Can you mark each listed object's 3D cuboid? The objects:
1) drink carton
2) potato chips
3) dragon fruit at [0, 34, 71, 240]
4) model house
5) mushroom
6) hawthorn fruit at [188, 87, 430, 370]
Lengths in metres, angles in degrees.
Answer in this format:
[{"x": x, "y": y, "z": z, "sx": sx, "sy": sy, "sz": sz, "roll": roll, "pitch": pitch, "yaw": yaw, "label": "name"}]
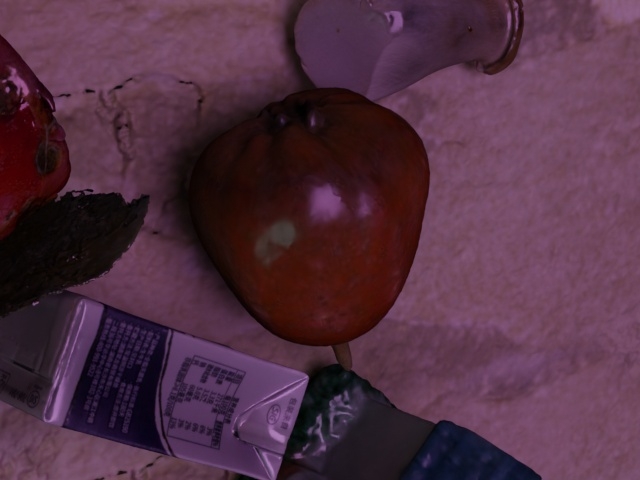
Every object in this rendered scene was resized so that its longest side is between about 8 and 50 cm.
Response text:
[{"x": -0.138, "y": 0.111, "z": 1.356, "sx": 0.222, "sy": 0.134, "sz": 0.102, "roll": 20, "pitch": 84, "yaw": -34, "label": "drink carton"}, {"x": -0.227, "y": 0.013, "z": 1.299, "sx": 0.209, "sy": 0.142, "sz": 0.026, "roll": -15, "pitch": 127, "yaw": 9, "label": "potato chips"}, {"x": -0.297, "y": -0.082, "z": 1.178, "sx": 0.147, "sy": 0.211, "sz": 0.282, "roll": -49, "pitch": 149, "yaw": -29, "label": "dragon fruit"}, {"x": 0.112, "y": 0.266, "z": 1.426, "sx": 0.267, "sy": 0.325, "sz": 0.194, "roll": 46, "pitch": 70, "yaw": -29, "label": "model house"}, {"x": 0.083, "y": -0.190, "z": 1.494, "sx": 0.225, "sy": 0.093, "sz": 0.116, "roll": -20, "pitch": 122, "yaw": -39, "label": "mushroom"}, {"x": 0.000, "y": 0.000, "z": 1.413, "sx": 0.199, "sy": 0.199, "sz": 0.251, "roll": -29, "pitch": 123, "yaw": -27, "label": "hawthorn fruit"}]
